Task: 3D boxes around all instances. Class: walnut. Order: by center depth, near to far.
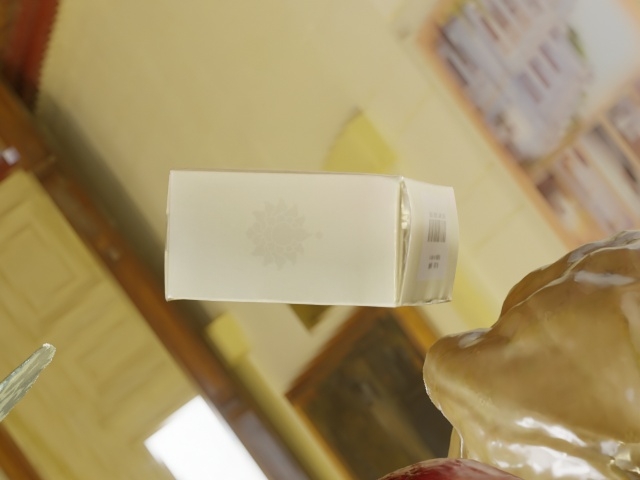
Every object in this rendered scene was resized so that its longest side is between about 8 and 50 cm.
[{"bbox_3d":[0.269,0.164,1.635,0.383,0.383,0.383,-36,173,-5],"label":"walnut"}]

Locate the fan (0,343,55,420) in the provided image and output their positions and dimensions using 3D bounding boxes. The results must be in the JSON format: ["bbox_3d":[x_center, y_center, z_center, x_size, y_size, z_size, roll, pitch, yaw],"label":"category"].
[{"bbox_3d":[-0.285,0.158,1.525,0.240,0.009,0.131,-47,173,22],"label":"fan"}]

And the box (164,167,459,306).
[{"bbox_3d":[0.000,0.000,1.328,0.168,0.095,0.212,4,180,13],"label":"box"}]

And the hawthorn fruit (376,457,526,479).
[{"bbox_3d":[0.101,0.226,1.224,0.235,0.181,0.181,-35,174,18],"label":"hawthorn fruit"}]
